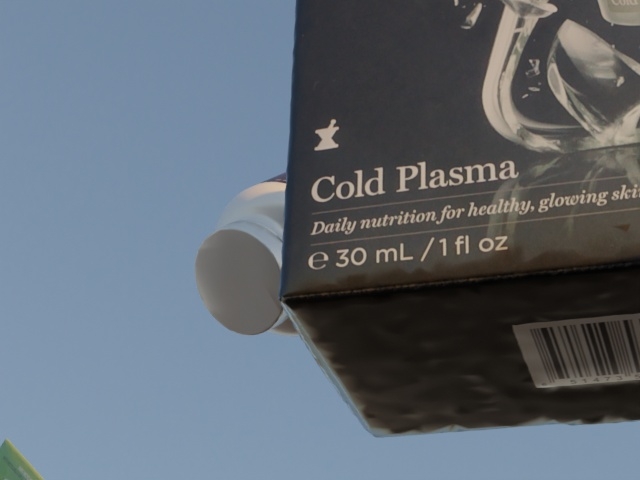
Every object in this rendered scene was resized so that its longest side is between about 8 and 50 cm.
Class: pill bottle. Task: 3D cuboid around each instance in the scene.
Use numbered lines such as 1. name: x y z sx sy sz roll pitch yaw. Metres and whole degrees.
1. pill bottle: 0.000 0.000 1.820 0.181 0.323 0.181 12 -68 32

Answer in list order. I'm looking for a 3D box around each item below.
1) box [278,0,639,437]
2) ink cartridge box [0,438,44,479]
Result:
1. box: 0.237 -0.114 1.341 0.480 0.471 0.297 -7 -32 15
2. ink cartridge box: -0.258 0.225 0.993 0.062 0.109 0.209 34 -92 -36
